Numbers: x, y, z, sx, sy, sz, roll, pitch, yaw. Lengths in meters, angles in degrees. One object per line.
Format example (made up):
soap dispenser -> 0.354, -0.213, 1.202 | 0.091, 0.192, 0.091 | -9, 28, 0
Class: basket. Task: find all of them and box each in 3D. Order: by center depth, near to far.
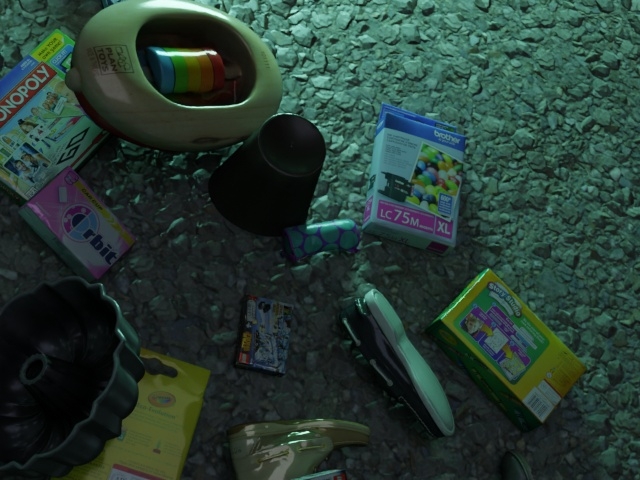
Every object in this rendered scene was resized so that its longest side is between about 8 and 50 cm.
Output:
basket -> -0.083, -0.125, 1.955 | 0.204, 0.227, 0.154 | 22, 62, -11

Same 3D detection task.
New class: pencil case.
pencil case -> 0.000, 0.000, 2.023 | 0.151, 0.064, 0.070 | -10, 77, -25

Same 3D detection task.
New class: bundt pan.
bundt pan -> -0.412, 0.227, 1.663 | 0.124, 0.331, 0.331 | 48, 47, -47

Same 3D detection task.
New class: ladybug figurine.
ladybug figurine -> -0.276, -0.291, 1.952 | 0.449, 0.162, 0.305 | -5, 71, -41

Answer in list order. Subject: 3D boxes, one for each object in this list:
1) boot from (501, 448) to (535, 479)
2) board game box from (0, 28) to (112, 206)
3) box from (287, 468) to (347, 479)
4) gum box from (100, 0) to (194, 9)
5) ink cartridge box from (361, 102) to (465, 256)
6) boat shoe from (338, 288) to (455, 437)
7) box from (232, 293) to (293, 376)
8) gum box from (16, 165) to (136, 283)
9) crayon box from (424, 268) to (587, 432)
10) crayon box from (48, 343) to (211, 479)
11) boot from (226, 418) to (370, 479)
boot -> 0.294, 0.488, 1.919 | 0.208, 0.076, 0.190 | -9, 68, -16
board game box -> -0.504, -0.221, 1.947 | 0.213, 0.046, 0.317 | 38, 60, -2
box -> 0.004, 0.489, 1.742 | 0.114, 0.036, 0.207 | -6, 83, -35
gum box -> -0.363, -0.537, 2.141 | 0.184, 0.041, 0.157 | -11, 72, -23
ink cartridge box -> 0.196, -0.138, 2.160 | 0.185, 0.065, 0.311 | 16, 61, -13
boat shoe -> 0.141, 0.239, 1.957 | 0.302, 0.091, 0.114 | 61, 18, 13
box -> -0.104, 0.173, 1.929 | 0.094, 0.027, 0.137 | 15, 63, -15
gum box -> -0.422, -0.022, 1.854 | 0.188, 0.062, 0.107 | 49, 59, -14
crayon box -> 0.360, 0.212, 2.051 | 0.278, 0.081, 0.165 | 46, 60, 4
crayon box -> -0.320, 0.338, 1.746 | 0.202, 0.081, 0.318 | 21, 62, -10
boot -> -0.028, 0.412, 1.814 | 0.262, 0.095, 0.203 | 3, 70, -26
